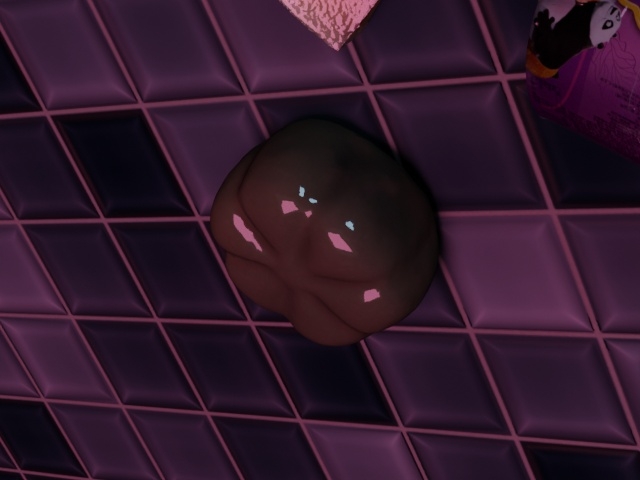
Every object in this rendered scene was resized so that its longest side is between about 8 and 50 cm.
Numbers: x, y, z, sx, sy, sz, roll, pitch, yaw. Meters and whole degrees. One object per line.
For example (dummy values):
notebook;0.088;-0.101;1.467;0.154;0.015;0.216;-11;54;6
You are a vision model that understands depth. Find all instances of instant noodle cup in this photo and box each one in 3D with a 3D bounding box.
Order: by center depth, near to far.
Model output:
instant noodle cup;0.300;-0.162;1.357;0.190;0.251;0.251;25;139;30

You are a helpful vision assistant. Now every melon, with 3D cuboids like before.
melon;-0.018;-0.281;1.627;0.182;0.054;0.098;35;134;4

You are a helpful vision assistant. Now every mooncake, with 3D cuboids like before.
mooncake;0.000;0.000;1.814;0.275;0.135;0.275;24;142;20

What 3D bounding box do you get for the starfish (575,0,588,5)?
starfish;0.222;-0.308;1.288;0.295;0.231;0.048;52;-178;23
